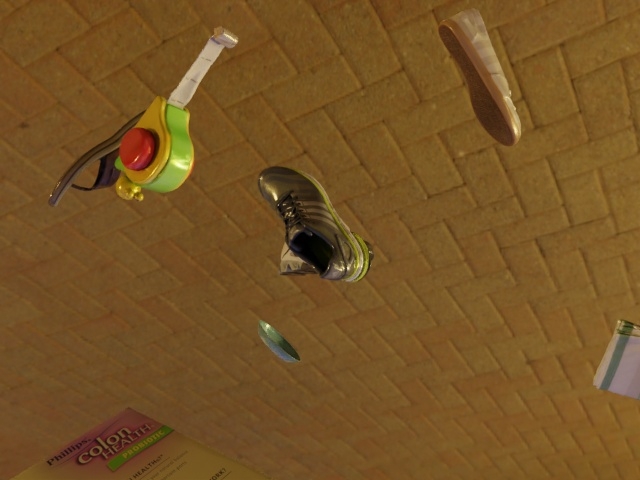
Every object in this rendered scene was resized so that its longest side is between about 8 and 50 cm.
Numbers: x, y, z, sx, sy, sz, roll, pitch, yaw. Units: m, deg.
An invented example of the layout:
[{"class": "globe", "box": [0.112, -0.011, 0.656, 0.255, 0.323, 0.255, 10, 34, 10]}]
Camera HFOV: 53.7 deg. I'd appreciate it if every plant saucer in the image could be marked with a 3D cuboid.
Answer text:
[{"class": "plant saucer", "box": [-0.090, 0.212, 1.298, 0.021, 0.119, 0.119, -47, 134, 1]}]

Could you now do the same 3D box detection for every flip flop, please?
[{"class": "flip flop", "box": [-0.417, -0.154, 1.244, 0.080, 0.277, 0.112, 54, 160, -19]}]

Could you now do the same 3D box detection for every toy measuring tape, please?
[{"class": "toy measuring tape", "box": [-0.224, -0.180, 1.011, 0.121, 0.121, 0.330, 29, 113, -35]}]

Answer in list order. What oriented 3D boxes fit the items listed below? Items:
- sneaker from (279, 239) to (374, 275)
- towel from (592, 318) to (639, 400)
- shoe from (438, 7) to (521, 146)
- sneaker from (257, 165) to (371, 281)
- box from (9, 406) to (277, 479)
[{"class": "sneaker", "box": [0.000, 0.000, 1.447, 0.122, 0.146, 0.330, 6, 172, -34]}, {"class": "towel", "box": [0.356, 0.128, 0.616, 0.151, 0.023, 0.113, 11, 140, 17]}, {"class": "shoe", "box": [0.255, -0.245, 0.954, 0.058, 0.076, 0.219, -35, 106, -11]}, {"class": "sneaker", "box": [-0.029, -0.038, 1.232, 0.111, 0.300, 0.121, -53, 157, 24]}, {"class": "box", "box": [-0.143, 0.266, 0.484, 0.242, 0.213, 0.118, 15, 114, 30]}]
